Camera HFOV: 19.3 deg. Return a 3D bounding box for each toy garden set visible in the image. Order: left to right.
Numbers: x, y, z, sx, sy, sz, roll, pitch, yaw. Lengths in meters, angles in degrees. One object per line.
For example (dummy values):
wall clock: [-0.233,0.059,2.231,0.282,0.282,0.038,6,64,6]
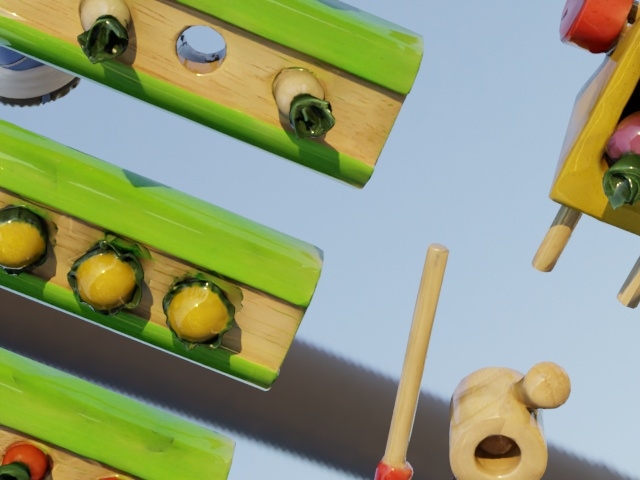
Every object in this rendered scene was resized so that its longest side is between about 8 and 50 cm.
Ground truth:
toy garden set: [0.000,0.000,0.495,0.049,0.203,0.244,-82,16,-65]

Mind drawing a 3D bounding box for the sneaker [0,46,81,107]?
sneaker: [-0.184,-0.163,0.928,0.080,0.211,0.081,-35,-22,-25]
